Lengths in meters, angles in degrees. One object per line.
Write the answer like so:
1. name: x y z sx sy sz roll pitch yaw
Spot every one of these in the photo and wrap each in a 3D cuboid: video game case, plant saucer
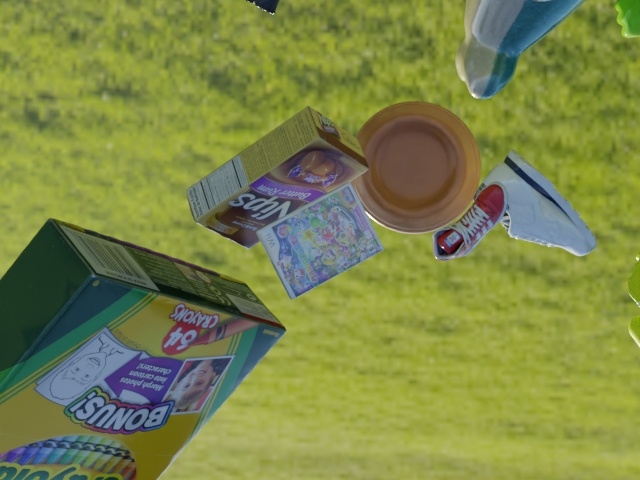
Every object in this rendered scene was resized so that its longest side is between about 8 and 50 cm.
1. video game case: 0.000 0.000 1.549 0.122 0.087 0.011 -28 -175 -13
2. plant saucer: 0.139 -0.110 2.051 0.200 0.200 0.037 0 179 5

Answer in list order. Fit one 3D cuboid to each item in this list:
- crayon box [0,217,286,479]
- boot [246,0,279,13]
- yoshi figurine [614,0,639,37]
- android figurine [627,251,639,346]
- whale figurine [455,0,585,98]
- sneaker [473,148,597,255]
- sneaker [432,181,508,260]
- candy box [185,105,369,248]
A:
1. crayon box: -0.256 0.158 1.566 0.313 0.106 0.363 -51 148 11
2. boot: -0.061 -0.403 2.163 0.121 0.099 0.045 31 -169 24
3. yoshi figurine: 0.457 -0.248 1.555 0.203 0.362 0.203 -17 161 41
4. android figurine: 0.588 0.082 2.152 0.248 0.273 0.056 -43 132 11
5. whale figurine: 0.230 -0.271 1.420 0.141 0.272 0.216 17 -164 -10
6. sneaker: 0.307 -0.036 1.971 0.235 0.095 0.090 39 -174 -37
7. sneaker: 0.181 -0.020 1.690 0.067 0.042 0.118 -17 146 -52
8. candy box: -0.050 -0.070 1.607 0.187 0.053 0.109 -32 147 22
